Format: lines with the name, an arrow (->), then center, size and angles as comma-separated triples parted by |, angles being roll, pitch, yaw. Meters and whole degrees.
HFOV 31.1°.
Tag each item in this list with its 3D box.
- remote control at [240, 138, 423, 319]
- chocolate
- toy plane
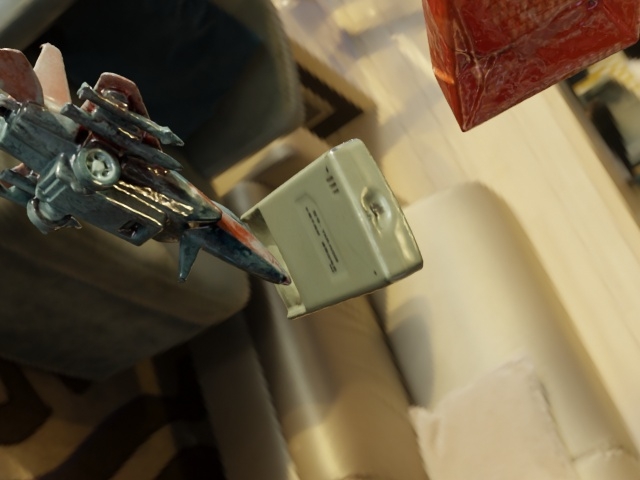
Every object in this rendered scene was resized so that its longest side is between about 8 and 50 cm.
remote control -> 0.000, 0.000, 1.020 | 0.123, 0.038, 0.285 | 64, -21, 3
chocolate -> 0.218, -0.262, 1.217 | 0.108, 0.237, 0.235 | 56, -7, 35
toy plane -> -0.157, -0.037, 0.980 | 0.326, 0.223, 0.104 | 39, 49, -18
